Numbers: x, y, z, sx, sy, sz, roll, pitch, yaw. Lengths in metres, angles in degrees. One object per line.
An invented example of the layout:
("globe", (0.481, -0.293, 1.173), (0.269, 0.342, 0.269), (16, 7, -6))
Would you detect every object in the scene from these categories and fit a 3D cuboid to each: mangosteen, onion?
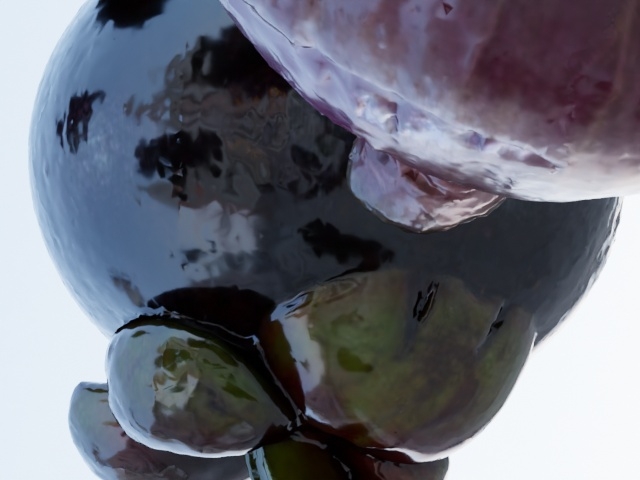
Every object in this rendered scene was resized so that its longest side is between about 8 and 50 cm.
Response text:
("mangosteen", (0.000, 0.000, 0.990), (0.382, 0.382, 0.435), (7, -95, -59))
("onion", (0.086, -0.137, 0.627), (0.348, 0.348, 0.385), (-53, -11, -40))
